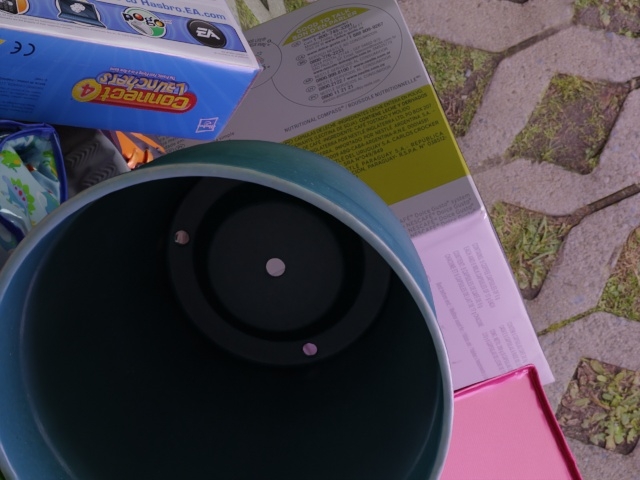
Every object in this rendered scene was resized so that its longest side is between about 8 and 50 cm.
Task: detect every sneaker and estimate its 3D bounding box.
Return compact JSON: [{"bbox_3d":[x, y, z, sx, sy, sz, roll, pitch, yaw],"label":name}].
[{"bbox_3d":[-0.182,-0.044,1.013,0.180,0.125,0.321,34,32,-63],"label":"sneaker"}]

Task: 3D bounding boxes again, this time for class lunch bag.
[{"bbox_3d":[-0.249,-0.019,0.834,0.096,0.129,0.151,59,15,-26],"label":"lunch bag"}]

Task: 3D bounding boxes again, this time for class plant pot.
[{"bbox_3d":[-0.048,0.050,0.784,0.271,0.272,0.255,61,14,-13],"label":"plant pot"}]

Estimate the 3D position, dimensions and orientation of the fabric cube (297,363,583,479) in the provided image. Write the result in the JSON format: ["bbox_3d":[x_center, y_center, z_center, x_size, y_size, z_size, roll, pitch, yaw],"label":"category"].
[{"bbox_3d":[0.064,0.282,0.993,0.254,0.258,0.259,-11,71,-34],"label":"fabric cube"}]

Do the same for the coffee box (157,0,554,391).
[{"bbox_3d":[0.000,0.000,1.231,0.337,0.338,0.334,60,10,-51],"label":"coffee box"}]

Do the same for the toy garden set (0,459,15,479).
[{"bbox_3d":[-0.215,0.129,0.705,0.244,0.049,0.204,59,18,-30],"label":"toy garden set"}]

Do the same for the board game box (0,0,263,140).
[{"bbox_3d":[-0.241,-0.226,0.942,0.308,0.086,0.302,3,47,-38],"label":"board game box"}]
